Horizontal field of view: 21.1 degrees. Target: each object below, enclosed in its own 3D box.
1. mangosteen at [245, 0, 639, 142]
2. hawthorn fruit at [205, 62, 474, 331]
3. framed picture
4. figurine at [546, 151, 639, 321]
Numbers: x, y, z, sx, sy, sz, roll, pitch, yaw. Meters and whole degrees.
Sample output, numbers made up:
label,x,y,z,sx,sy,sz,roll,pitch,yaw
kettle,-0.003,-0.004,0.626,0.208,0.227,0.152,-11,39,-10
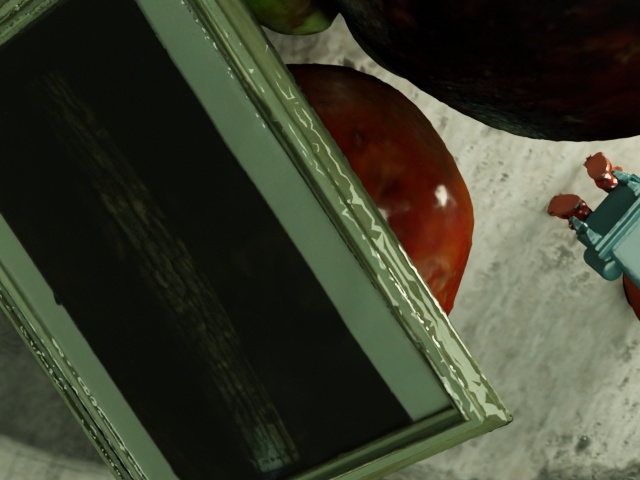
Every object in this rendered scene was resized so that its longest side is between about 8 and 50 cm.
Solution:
label,x,y,z,sx,sy,sz,roll,pitch,yaw
mangosteen,0.094,-0.199,0.814,0.306,0.359,0.306,2,87,-44
hawthorn fruit,0.000,0.000,0.878,0.179,0.200,0.179,-4,103,-17
framed picture,-0.074,0.007,0.816,0.231,0.018,0.293,-30,96,36
figurine,0.206,0.013,1.036,0.068,0.075,0.140,-47,118,2
